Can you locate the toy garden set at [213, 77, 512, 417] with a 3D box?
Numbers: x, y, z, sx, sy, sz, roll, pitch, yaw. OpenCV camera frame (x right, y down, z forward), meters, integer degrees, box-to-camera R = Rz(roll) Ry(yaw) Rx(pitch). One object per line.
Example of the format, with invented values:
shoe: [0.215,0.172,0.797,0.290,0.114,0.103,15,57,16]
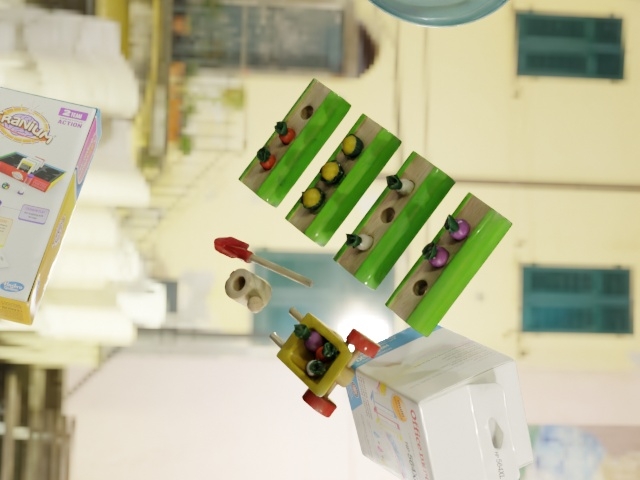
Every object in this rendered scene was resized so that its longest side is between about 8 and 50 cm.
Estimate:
toy garden set: [0.000,0.000,1.184,0.203,0.049,0.244,-53,-130,4]

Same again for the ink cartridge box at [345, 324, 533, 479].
ink cartridge box: [0.094,0.134,1.170,0.143,0.090,0.092,22,-50,61]

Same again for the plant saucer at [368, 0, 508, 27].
plant saucer: [0.176,-0.474,2.371,0.043,0.318,0.317,107,-17,-72]

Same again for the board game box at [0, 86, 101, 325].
board game box: [-0.449,-0.061,1.988,0.064,0.242,0.316,99,5,-59]
